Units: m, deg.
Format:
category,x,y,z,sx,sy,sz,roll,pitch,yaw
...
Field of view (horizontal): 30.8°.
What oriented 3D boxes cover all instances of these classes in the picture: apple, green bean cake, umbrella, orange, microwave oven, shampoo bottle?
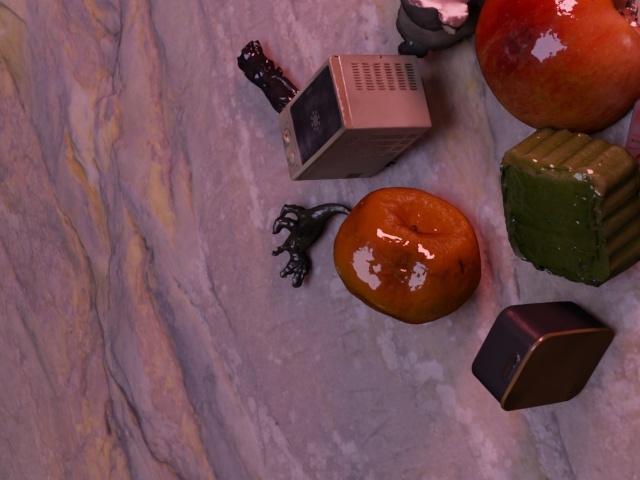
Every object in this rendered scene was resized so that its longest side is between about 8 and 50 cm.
category,x,y,z,sx,sy,sz,roll,pitch,yaw
apple,0.347,-0.304,1.740,0.251,0.163,0.293,-30,74,42
green bean cake,0.370,-0.049,1.723,0.200,0.113,0.214,20,134,46
umbrella,-0.083,-0.285,2.228,0.236,0.059,0.066,54,147,25
orange,0.134,0.038,1.931,0.249,0.249,0.183,47,138,31
microwave oven,0.060,-0.209,1.975,0.240,0.194,0.145,-39,61,61
shampoo bottle,0.482,-0.123,1.705,0.080,0.040,0.165,20,105,40

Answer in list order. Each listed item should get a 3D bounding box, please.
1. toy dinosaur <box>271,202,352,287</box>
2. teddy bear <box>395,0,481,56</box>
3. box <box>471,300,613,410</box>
category,x,y,z,sx,sy,sz,roll,pitch,yaw
toy dinosaur,0.000,0.000,2.194,0.178,0.087,0.187,13,123,6
teddy bear,0.197,-0.394,1.883,0.144,0.251,0.171,4,85,2
box,0.332,0.170,1.760,0.090,0.201,0.144,44,122,37
